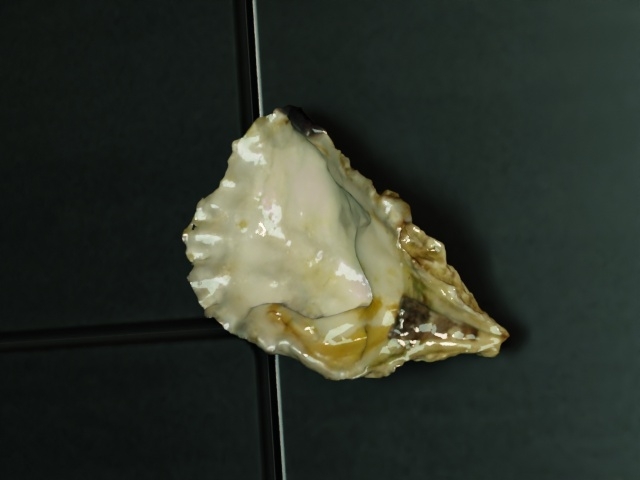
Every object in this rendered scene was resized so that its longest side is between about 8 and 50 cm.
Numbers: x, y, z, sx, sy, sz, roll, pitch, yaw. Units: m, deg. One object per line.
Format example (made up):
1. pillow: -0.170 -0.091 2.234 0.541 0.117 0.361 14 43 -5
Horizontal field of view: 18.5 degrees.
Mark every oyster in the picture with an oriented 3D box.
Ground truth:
1. oyster: 0.000 0.000 0.815 0.146 0.045 0.122 -14 85 39
